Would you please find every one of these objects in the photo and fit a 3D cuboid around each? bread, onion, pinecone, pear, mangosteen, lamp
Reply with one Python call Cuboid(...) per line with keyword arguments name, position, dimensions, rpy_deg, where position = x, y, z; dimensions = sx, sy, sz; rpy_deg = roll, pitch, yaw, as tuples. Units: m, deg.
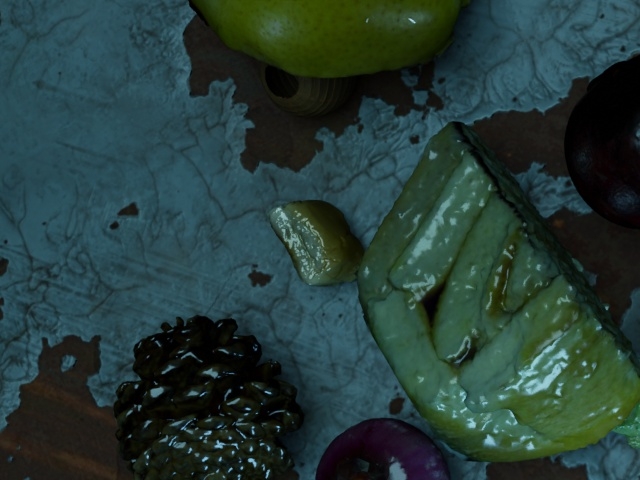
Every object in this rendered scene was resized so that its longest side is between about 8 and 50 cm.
Cuboid(name="bread", position=(0.180, 0.075, 1.782), dimensions=(0.264, 0.239, 0.395), rpy_deg=(-42, 50, 14))
Cuboid(name="onion", position=(0.077, 0.308, 1.854), dimensions=(0.177, 0.153, 0.177), rpy_deg=(-1, 81, 6))
Cuboid(name="pinecone", position=(-0.146, 0.211, 1.901), dimensions=(0.243, 0.243, 0.257), rpy_deg=(-10, 75, 18))
Cuboid(name="bread", position=(-0.001, -0.001, 1.940), dimensions=(0.082, 0.106, 0.125), rpy_deg=(-34, 76, 13))
Cuboid(name="pear", position=(0.004, -0.385, 1.869), dimensions=(0.386, 0.191, 0.340), rpy_deg=(15, 55, 16))
Cuboid(name="mangosteen", position=(0.414, -0.094, 1.751), dimensions=(0.228, 0.228, 0.265), rpy_deg=(-37, 82, 11))
Cuboid(name="lamp", position=(-0.015, -0.229, 1.959), dimensions=(0.136, 0.136, 0.136), rpy_deg=(-2, 83, 19))

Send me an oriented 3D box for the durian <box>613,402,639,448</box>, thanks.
Cuboid(name="durian", position=(0.373, 0.203, 1.805), dimensions=(0.215, 0.086, 0.100), rpy_deg=(16, 102, 19))
